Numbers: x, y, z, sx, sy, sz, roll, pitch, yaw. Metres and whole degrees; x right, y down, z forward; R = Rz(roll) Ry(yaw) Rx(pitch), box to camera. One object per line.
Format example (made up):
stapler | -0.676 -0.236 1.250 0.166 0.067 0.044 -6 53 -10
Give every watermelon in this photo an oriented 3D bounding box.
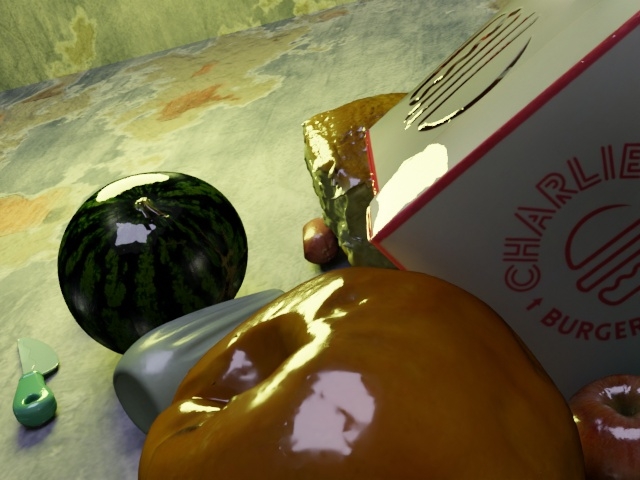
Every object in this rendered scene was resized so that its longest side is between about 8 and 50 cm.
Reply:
watermelon | -0.228 0.030 1.137 0.269 0.269 0.269 -14 28 8

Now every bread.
bread | 0.113 -0.093 1.161 0.250 0.225 0.279 -20 36 -2

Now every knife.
knife | -0.408 0.186 1.189 0.063 0.035 0.260 -20 24 -12

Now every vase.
vase | -0.127 0.139 1.016 0.128 0.128 0.248 10 30 42

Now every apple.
apple | 0.271 0.179 0.725 0.126 0.102 0.126 -14 23 6

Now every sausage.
sausage | 0.001 0.000 1.249 0.054 0.059 0.094 -5 24 0

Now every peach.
peach | 0.041 0.195 0.624 0.342 0.302 0.343 -36 16 11

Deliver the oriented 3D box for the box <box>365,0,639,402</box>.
box | 0.254 -0.060 0.845 0.314 0.312 0.300 -41 19 18
